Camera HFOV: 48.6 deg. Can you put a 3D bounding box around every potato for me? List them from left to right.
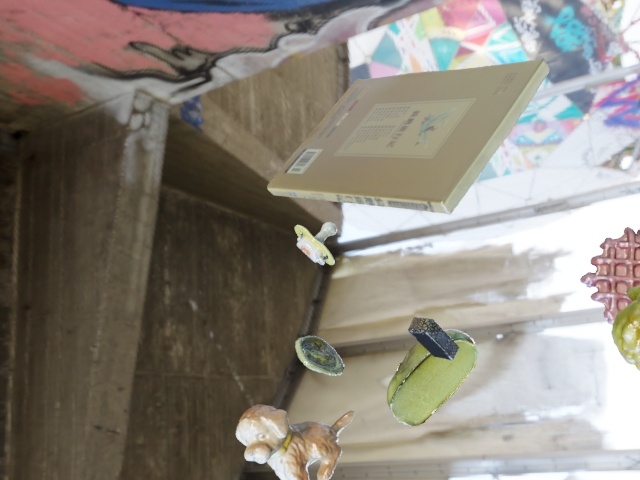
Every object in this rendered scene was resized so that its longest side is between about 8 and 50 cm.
[{"bbox_3d":[0.254,0.312,1.720,0.160,0.272,0.111,28,-163,-31],"label":"potato"}]

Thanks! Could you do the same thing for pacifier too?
[{"bbox_3d":[0.000,0.000,1.089,0.064,0.083,0.068,-44,-17,-13],"label":"pacifier"}]

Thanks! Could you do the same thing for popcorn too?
[{"bbox_3d":[0.584,0.153,1.170,0.167,0.186,0.187,29,-172,-7],"label":"popcorn"}]

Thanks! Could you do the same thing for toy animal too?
[{"bbox_3d":[-0.046,0.320,1.213,0.185,0.104,0.184,46,-112,-20],"label":"toy animal"}]

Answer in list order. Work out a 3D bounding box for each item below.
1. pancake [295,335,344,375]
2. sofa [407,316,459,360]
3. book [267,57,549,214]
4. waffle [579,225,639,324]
[{"bbox_3d":[-0.002,0.219,1.342,0.108,0.017,0.108,27,-157,-12],"label":"pancake"},{"bbox_3d":[0.250,0.217,1.566,0.118,0.060,0.039,45,-118,-31],"label":"sofa"},{"bbox_3d":[0.089,-0.126,0.840,0.217,0.310,0.021,-52,-56,-20],"label":"book"},{"bbox_3d":[0.617,0.081,1.326,0.234,0.221,0.055,51,176,25],"label":"waffle"}]
